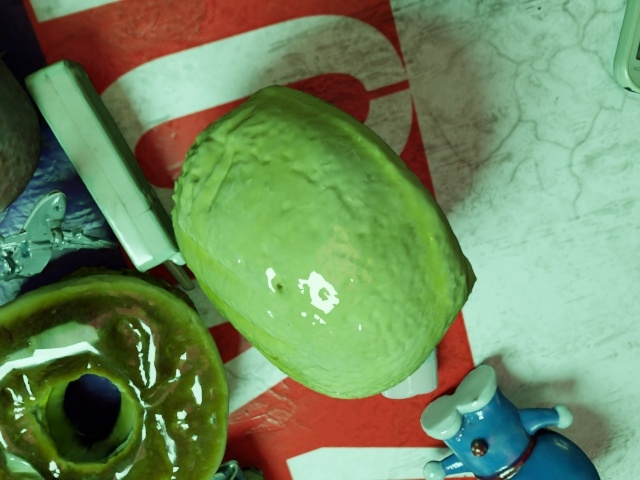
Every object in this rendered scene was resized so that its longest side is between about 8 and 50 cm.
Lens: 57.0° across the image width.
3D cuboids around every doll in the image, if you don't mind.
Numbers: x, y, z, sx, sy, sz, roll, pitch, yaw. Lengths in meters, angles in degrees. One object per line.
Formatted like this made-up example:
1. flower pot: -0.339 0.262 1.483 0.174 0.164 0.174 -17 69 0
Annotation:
1. doll: 0.260 0.303 0.813 0.215 0.161 0.257 -39 90 16

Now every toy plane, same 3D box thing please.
1. toy plane: -0.307 0.005 0.621 0.225 0.226 0.058 -8 81 -43

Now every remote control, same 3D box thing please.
1. remote control: 0.420 -0.295 0.733 0.078 0.042 0.222 5 104 -11

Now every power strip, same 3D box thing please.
1. power strip: -0.223 -0.059 0.667 0.053 0.093 0.288 -27 106 -5

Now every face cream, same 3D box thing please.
1. face cream: 0.109 0.110 0.779 0.084 0.057 0.199 -9 107 -6

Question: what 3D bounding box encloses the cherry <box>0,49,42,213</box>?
1. cherry: -0.409 -0.111 0.539 0.221 0.307 0.261 -23 109 36

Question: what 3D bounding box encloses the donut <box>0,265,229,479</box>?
1. donut: -0.269 0.190 0.700 0.329 0.160 0.330 -3 98 -18

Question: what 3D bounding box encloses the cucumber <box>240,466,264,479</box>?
1. cucumber: -0.120 0.348 0.812 0.067 0.035 0.107 35 99 -26

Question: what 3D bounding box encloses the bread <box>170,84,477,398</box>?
1. bread: -0.007 0.009 0.608 0.320 0.320 0.237 42 81 -16

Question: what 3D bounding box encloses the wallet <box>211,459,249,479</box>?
1. wallet: -0.126 0.409 0.781 0.170 0.069 0.231 -32 124 -6
